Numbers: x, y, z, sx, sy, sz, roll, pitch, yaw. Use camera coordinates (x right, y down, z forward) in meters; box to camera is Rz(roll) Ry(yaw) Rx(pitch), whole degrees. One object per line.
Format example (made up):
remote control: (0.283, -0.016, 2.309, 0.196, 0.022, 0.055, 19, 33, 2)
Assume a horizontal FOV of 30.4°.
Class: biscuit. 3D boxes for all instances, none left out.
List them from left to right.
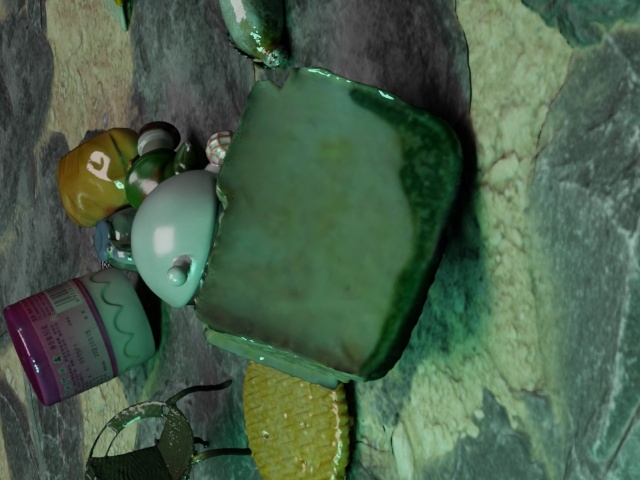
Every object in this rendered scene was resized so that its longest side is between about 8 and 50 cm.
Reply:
biscuit: (-0.030, 0.223, 1.506, 0.254, 0.035, 0.254, 8, 99, 59)

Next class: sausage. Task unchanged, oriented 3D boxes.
sausage: (-0.357, -0.104, 1.933, 0.241, 0.120, 0.136, -27, 84, 55)

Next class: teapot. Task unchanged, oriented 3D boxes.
teapot: (-0.297, 0.012, 1.854, 0.149, 0.108, 0.111, 62, 142, 35)

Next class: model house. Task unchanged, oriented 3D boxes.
model house: (-0.003, 0.000, 1.301, 0.284, 0.243, 0.298, 118, 171, -77)

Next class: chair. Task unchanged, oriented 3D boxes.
chair: (-0.214, 0.302, 1.647, 0.174, 0.213, 0.149, 59, 144, 36)

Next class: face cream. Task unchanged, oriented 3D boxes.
face cream: (-0.384, 0.150, 1.881, 0.175, 0.195, 0.175, 53, 156, 36)

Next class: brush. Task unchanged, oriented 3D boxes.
brush: (-0.355, -0.478, 1.918, 0.103, 0.013, 0.272, 52, 156, 43)

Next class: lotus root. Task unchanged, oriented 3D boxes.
lotus root: (-0.089, -0.295, 1.532, 0.088, 0.088, 0.165, -25, 81, 56)

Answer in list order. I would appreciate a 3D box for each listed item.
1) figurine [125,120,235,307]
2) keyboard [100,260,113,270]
figurine: (-0.193, -0.040, 1.638, 0.281, 0.167, 0.370, -68, 30, 26)
keyboard: (-0.368, 0.073, 2.060, 0.061, 0.013, 0.204, -10, 84, 59)
